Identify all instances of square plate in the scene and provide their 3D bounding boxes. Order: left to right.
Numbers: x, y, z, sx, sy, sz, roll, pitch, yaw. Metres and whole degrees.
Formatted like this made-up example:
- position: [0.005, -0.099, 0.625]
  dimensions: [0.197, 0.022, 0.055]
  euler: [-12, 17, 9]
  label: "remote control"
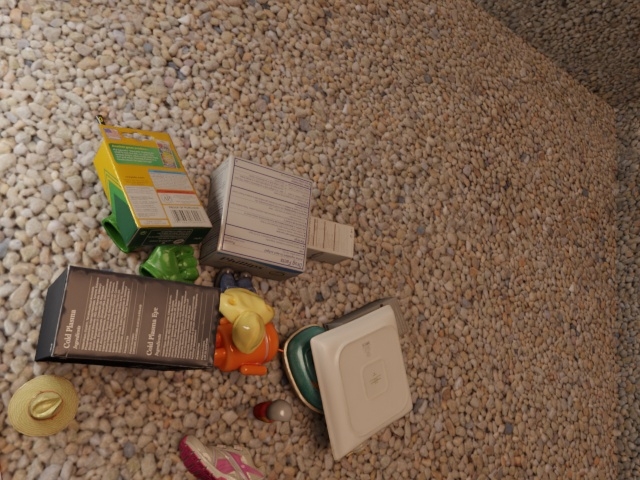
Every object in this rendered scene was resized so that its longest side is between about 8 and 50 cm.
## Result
- position: [0.137, 0.392, 1.586]
  dimensions: [0.347, 0.049, 0.343]
  euler: [-15, 96, -43]
  label: "square plate"

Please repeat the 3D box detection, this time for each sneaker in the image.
- position: [-0.242, 0.559, 1.405]
  dimensions: [0.252, 0.103, 0.111]
  euler: [44, 47, -14]
  label: "sneaker"

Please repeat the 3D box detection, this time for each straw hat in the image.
- position: [-0.611, 0.368, 1.242]
  dimensions: [0.145, 0.061, 0.144]
  euler: [10, 71, -29]
  label: "straw hat"

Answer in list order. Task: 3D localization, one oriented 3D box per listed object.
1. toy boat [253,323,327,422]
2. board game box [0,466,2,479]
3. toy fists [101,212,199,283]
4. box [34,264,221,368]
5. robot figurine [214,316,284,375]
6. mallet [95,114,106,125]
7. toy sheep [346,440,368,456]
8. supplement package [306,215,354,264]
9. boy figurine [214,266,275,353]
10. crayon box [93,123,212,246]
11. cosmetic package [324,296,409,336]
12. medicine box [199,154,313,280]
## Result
- position: [-0.039, 0.398, 1.542]
  dimensions: [0.318, 0.148, 0.267]
  euler: [-34, 95, -35]
  label: "toy boat"
- position: [-0.742, 0.475, 1.149]
  dimensions: [0.145, 0.027, 0.281]
  euler: [-7, 80, -35]
  label: "board game box"
- position: [-0.423, 0.009, 1.443]
  dimensions: [0.279, 0.096, 0.142]
  euler: [53, 52, -7]
  label: "toy fists"
- position: [-0.433, 0.188, 1.234]
  dimensions: [0.313, 0.343, 0.178]
  euler: [12, 72, -30]
  label: "box"
- position: [-0.204, 0.278, 1.485]
  dimensions: [0.220, 0.158, 0.128]
  euler: [-6, 108, -34]
  label: "robot figurine"
- position: [-0.556, -0.243, 1.470]
  dimensions: [0.062, 0.039, 0.189]
  euler: [-32, 90, -38]
  label: "mallet"
- position: [0.092, 0.566, 1.615]
  dimensions: [0.091, 0.091, 0.132]
  euler: [-34, 114, -34]
  label: "toy sheep"
- position: [0.000, 0.000, 1.706]
  dimensions: [0.180, 0.105, 0.105]
  euler: [13, 70, -28]
  label: "supplement package"
- position: [-0.192, 0.178, 1.439]
  dimensions: [0.177, 0.092, 0.285]
  euler: [16, 24, -30]
  label: "boy figurine"
- position: [-0.428, -0.136, 1.396]
  dimensions: [0.203, 0.083, 0.322]
  euler: [-2, 55, -46]
  label: "crayon box"
- position: [0.142, 0.271, 1.721]
  dimensions: [0.238, 0.107, 0.127]
  euler: [-22, 92, -37]
  label: "cosmetic package"
- position: [-0.178, -0.057, 1.583]
  dimensions: [0.264, 0.149, 0.289]
  euler: [15, 69, -28]
  label: "medicine box"
